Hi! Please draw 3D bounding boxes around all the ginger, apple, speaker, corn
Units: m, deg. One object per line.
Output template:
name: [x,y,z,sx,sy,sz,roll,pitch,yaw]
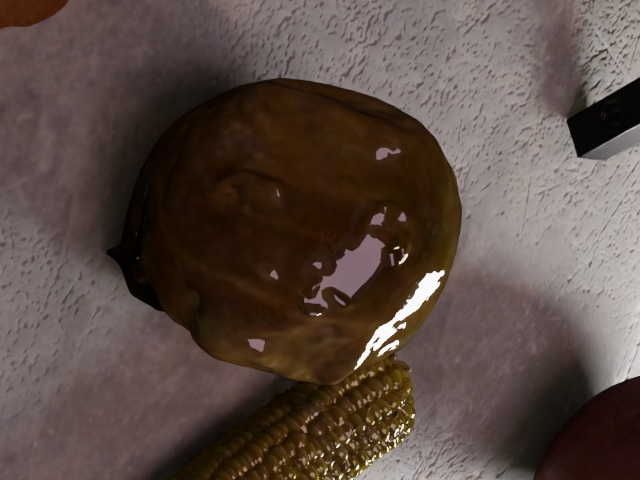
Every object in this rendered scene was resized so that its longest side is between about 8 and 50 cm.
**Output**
ginger: [0.002,-0.003,1.085,0.269,0.223,0.200,22,90,-45]
apple: [0.346,0.271,1.503,0.235,0.305,0.306,-46,140,18]
speaker: [0.302,-0.126,1.342,0.046,0.191,0.040,5,63,-44]
corn: [-0.044,0.188,1.216,0.292,0.101,0.101,-38,131,-26]

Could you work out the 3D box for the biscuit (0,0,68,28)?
biscuit: [-0.228,-0.201,0.899,0.192,0.036,0.186,-21,122,-37]
